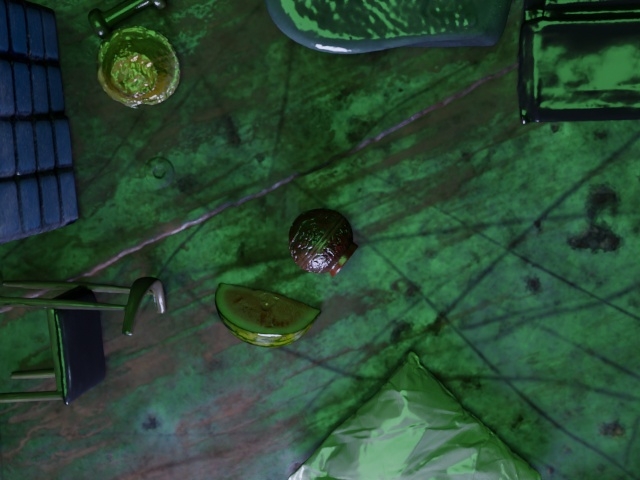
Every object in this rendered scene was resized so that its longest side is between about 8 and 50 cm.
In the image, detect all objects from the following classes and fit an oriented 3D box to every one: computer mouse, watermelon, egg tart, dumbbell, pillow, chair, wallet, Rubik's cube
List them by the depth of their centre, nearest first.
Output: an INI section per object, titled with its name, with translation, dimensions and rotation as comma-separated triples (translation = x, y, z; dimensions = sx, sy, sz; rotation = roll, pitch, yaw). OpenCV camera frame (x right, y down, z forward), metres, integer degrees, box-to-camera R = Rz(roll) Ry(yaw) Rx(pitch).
[Rubik's cube]
translation = -0.560, -0.162, 1.736
dimensions = 0.344, 0.344, 0.337
rotation = -4, 97, 5
[computer mouse]
translation = 0.104, -0.362, 1.763
dimensions = 0.371, 0.122, 0.188
rotation = -1, 99, -1
[wallet]
translation = 0.405, -0.332, 1.775
dimensions = 0.247, 0.041, 0.323
rotation = -1, 99, 6
[chair]
translation = -0.365, 0.144, 1.832
dimensions = 0.272, 0.188, 0.166
rotation = -4, 96, 9
[egg tart]
translation = -0.272, -0.254, 1.834
dimensions = 0.129, 0.049, 0.129
rotation = 0, 112, 0
[dumbbell]
translation = -0.286, -0.343, 1.837
dimensions = 0.118, 0.052, 0.046
rotation = -27, 124, 8
[pillow]
translation = 0.140, 0.357, 1.854
dimensions = 0.281, 0.076, 0.274
rotation = 44, 96, 0
[watermelon]
translation = -0.090, 0.130, 1.872
dimensions = 0.163, 0.087, 0.069
rotation = 16, 134, 6

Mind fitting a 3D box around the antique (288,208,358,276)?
[antique]
translation = 0.000, 0.000, 1.820
dimensions = 0.104, 0.104, 0.104
rotation = 1, 96, 6
